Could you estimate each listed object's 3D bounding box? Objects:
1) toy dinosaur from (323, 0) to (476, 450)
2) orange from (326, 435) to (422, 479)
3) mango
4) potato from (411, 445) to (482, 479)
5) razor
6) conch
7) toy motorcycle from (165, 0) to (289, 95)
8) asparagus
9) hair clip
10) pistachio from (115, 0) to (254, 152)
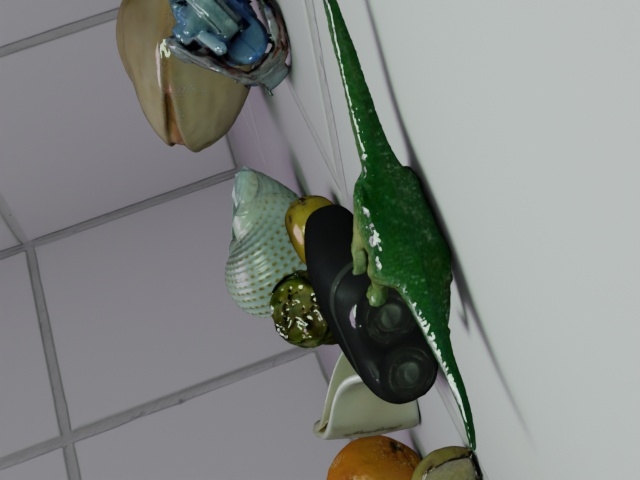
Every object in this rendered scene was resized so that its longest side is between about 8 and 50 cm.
[{"bbox_3d":[0.078,-0.042,0.934,0.300,0.087,0.447,91,157,-56],"label":"toy dinosaur"},{"bbox_3d":[0.109,0.442,1.755,0.161,0.193,0.193,-65,30,27],"label":"orange"},{"bbox_3d":[0.000,0.000,1.678,0.137,0.098,0.195,61,175,37],"label":"mango"},{"bbox_3d":[0.170,0.347,1.285,0.089,0.101,0.172,-111,0,-72],"label":"potato"},{"bbox_3d":[0.055,0.080,1.340,0.349,0.114,0.204,-124,12,-68],"label":"razor"},{"bbox_3d":[-0.101,0.001,2.100,0.303,0.215,0.319,-127,42,-68],"label":"conch"},{"bbox_3d":[-0.167,-0.340,1.627,0.319,0.182,0.241,-126,17,-65],"label":"toy motorcycle"},{"bbox_3d":[0.008,0.123,1.668,0.382,0.108,0.128,31,-135,-77],"label":"asparagus"},{"bbox_3d":[0.081,0.269,1.607,0.113,0.173,0.282,-104,11,-46],"label":"hair clip"},{"bbox_3d":[-0.281,-0.393,2.058,0.445,0.282,0.365,91,-174,-55],"label":"pistachio"}]
